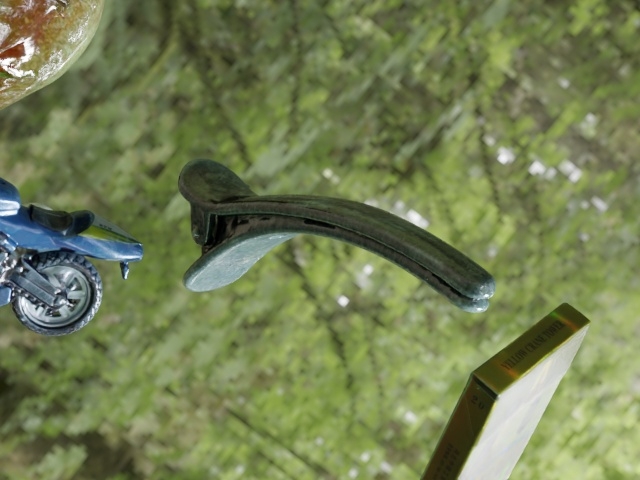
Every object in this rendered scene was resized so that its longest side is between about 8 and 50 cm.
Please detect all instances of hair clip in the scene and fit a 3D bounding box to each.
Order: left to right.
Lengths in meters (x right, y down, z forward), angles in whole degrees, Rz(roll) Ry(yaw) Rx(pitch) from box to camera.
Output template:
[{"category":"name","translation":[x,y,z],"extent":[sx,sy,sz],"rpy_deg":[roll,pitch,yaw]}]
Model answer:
[{"category":"hair clip","translation":[0.000,0.000,0.776],"extent":[0.229,0.039,0.070],"rpy_deg":[7,-80,56]}]

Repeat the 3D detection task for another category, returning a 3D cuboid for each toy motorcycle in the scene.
[{"category":"toy motorcycle","translation":[-0.266,-0.014,1.291],"extent":[0.135,0.254,0.092],"rpy_deg":[-57,-154,16]}]

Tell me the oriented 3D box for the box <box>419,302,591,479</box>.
[{"category":"box","translation":[0.129,0.142,1.248],"extent":[0.121,0.030,0.193],"rpy_deg":[-32,153,-40]}]

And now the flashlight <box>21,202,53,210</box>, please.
[{"category":"flashlight","translation":[-0.303,0.016,1.540],"extent":[0.047,0.093,0.200],"rpy_deg":[-2,-164,27]}]

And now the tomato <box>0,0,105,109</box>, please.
[{"category":"tomato","translation":[-0.332,-0.245,1.379],"extent":[0.303,0.303,0.239],"rpy_deg":[-54,-162,-17]}]
